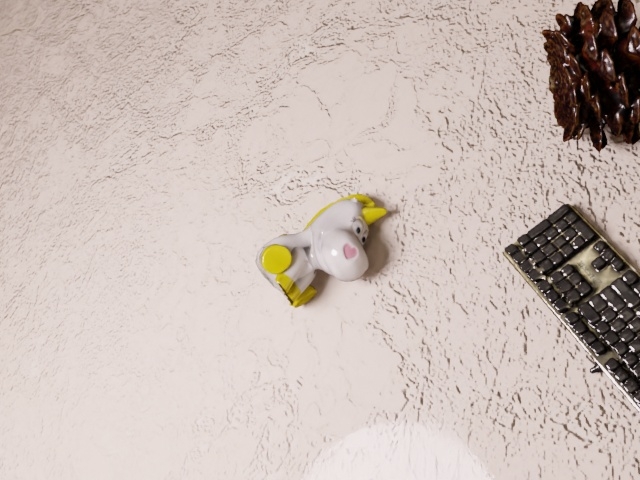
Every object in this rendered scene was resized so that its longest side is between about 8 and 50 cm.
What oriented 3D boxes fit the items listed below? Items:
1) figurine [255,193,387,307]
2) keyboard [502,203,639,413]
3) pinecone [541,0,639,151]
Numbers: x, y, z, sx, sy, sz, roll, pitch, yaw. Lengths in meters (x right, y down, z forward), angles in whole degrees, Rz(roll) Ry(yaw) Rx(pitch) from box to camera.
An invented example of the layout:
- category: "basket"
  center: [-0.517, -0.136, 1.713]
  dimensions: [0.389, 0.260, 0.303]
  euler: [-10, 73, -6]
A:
- category: "figurine"
  center: [0.003, 0.003, 0.930]
  dimensions: [0.178, 0.109, 0.129]
  euler: [-27, 35, 14]
- category: "keyboard"
  center: [0.307, 0.094, 0.738]
  dimensions: [0.106, 0.027, 0.317]
  euler: [-40, 54, 8]
- category: "pinecone"
  center: [0.329, -0.183, 0.782]
  dimensions: [0.165, 0.163, 0.162]
  euler: [-14, 61, 10]
